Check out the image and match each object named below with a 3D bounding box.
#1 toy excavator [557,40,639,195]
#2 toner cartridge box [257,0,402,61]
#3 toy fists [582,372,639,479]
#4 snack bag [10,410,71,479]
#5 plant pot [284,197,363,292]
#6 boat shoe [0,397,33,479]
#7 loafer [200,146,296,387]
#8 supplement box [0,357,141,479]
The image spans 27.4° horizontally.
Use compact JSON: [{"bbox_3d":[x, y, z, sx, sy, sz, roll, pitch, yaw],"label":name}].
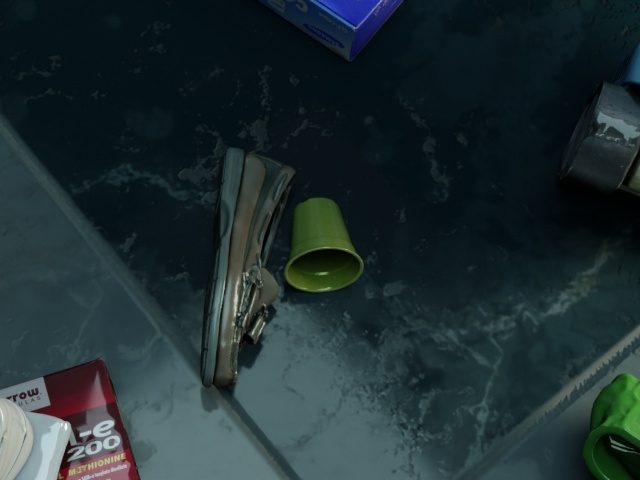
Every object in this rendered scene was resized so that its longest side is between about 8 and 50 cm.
[{"bbox_3d":[0.441,-0.230,1.422,0.222,0.433,0.445,23,95,5],"label":"toy excavator"},{"bbox_3d":[0.072,-0.388,1.558,0.165,0.075,0.348,35,68,11],"label":"toner cartridge box"},{"bbox_3d":[0.382,0.242,1.283,0.279,0.096,0.142,38,39,13],"label":"toy fists"},{"bbox_3d":[-0.412,0.287,1.204,0.342,0.037,0.323,6,72,7],"label":"snack bag"},{"bbox_3d":[0.000,0.000,1.388,0.083,0.083,0.079,-2,54,-6],"label":"plant pot"},{"bbox_3d":[-0.347,0.249,1.146,0.095,0.084,0.258,21,75,11],"label":"boat shoe"},{"bbox_3d":[-0.073,0.025,1.359,0.084,0.096,0.267,8,64,-8],"label":"loafer"},{"bbox_3d":[-0.234,0.248,1.256,0.130,0.073,0.239,-17,68,-10],"label":"supplement box"}]
